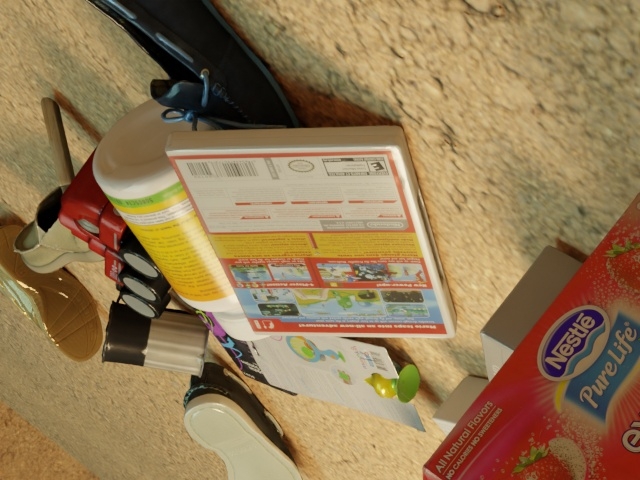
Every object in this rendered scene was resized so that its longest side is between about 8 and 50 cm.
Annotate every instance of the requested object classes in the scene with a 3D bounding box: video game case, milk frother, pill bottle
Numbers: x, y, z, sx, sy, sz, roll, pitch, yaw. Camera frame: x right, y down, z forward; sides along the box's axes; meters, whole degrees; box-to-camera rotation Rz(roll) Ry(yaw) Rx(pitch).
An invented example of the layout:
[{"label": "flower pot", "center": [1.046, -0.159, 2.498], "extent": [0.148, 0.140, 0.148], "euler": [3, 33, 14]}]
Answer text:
[{"label": "video game case", "center": [0.000, 0.000, 1.303], "extent": [0.204, 0.025, 0.285], "euler": [0, 143, 16]}, {"label": "milk frother", "center": [-0.212, 0.094, 1.930], "extent": [0.135, 0.129, 0.143], "euler": [9, 127, -8]}, {"label": "pill bottle", "center": [-0.108, -0.016, 1.444], "extent": [0.136, 0.136, 0.245], "euler": [20, 150, 46]}]

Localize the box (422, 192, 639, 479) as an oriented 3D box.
[{"label": "box", "center": [0.194, 0.113, 0.979], "extent": [0.128, 0.257, 0.122], "euler": [33, 159, 23]}]

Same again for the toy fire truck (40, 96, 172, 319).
[{"label": "toy fire truck", "center": [-0.243, -0.058, 1.635], "extent": [0.246, 0.158, 0.217], "euler": [30, 159, 4]}]

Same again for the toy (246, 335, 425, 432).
[{"label": "toy", "center": [0.014, 0.129, 1.631], "extent": [0.237, 0.056, 0.137], "euler": [15, 143, 42]}]

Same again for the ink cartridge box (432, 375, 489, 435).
[{"label": "ink cartridge box", "center": [0.199, 0.211, 1.446], "extent": [0.150, 0.063, 0.109], "euler": [51, 158, -21]}]

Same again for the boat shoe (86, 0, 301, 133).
[{"label": "boat shoe", "center": [-0.118, -0.148, 1.267], "extent": [0.258, 0.089, 0.109], "euler": [49, 159, -18]}]

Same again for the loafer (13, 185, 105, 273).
[{"label": "loafer", "center": [-0.334, -0.023, 1.912], "extent": [0.268, 0.102, 0.092], "euler": [-10, 124, 53]}]

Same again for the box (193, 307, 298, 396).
[{"label": "box", "center": [-0.096, 0.127, 1.867], "extent": [0.116, 0.029, 0.162], "euler": [15, 148, 51]}]

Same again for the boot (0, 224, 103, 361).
[{"label": "boot", "center": [-0.472, 0.078, 2.356], "extent": [0.262, 0.095, 0.203], "euler": [54, 156, -24]}]

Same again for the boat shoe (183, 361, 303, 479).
[{"label": "boat shoe", "center": [-0.102, 0.291, 2.127], "extent": [0.114, 0.091, 0.302], "euler": [-15, 134, 12]}]

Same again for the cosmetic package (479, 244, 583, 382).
[{"label": "cosmetic package", "center": [0.247, 0.118, 1.120], "extent": [0.238, 0.107, 0.127], "euler": [28, 158, 27]}]
